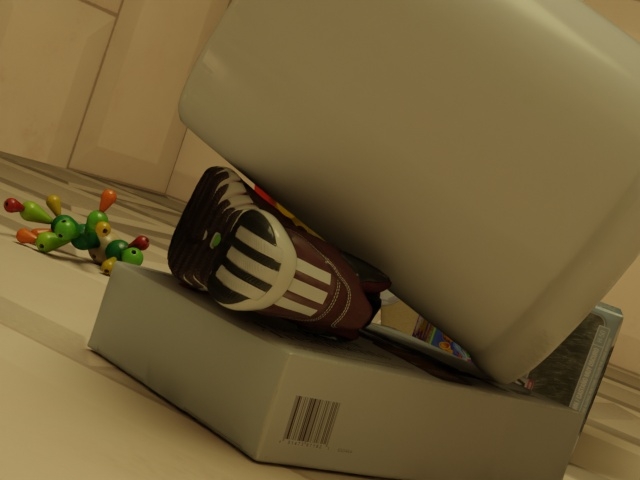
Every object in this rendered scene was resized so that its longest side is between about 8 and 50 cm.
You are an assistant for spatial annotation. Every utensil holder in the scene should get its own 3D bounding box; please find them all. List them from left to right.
[{"bbox_3d":[0.110,-0.113,1.112,0.385,0.328,0.327,37,3,0],"label":"utensil holder"}]

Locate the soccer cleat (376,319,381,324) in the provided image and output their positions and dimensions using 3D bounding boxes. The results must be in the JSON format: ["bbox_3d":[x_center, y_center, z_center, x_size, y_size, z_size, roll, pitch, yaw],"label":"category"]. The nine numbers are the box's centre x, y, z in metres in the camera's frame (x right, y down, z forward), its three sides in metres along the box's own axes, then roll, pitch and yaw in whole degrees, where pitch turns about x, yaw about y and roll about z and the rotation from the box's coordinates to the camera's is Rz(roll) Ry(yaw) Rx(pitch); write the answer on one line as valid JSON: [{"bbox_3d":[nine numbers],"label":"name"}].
[{"bbox_3d":[0.132,0.157,2.127,0.083,0.029,0.035,23,-4,-36],"label":"soccer cleat"}]

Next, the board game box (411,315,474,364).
[{"bbox_3d":[0.191,0.052,1.539,0.078,0.233,0.347,19,1,2],"label":"board game box"}]

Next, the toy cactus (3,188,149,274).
[{"bbox_3d":[-0.325,-0.010,1.726,0.219,0.112,0.180,11,-10,22],"label":"toy cactus"}]

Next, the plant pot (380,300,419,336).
[{"bbox_3d":[0.200,0.059,1.953,0.256,0.274,0.256,19,3,-1],"label":"plant pot"}]

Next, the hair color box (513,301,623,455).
[{"bbox_3d":[0.313,0.161,1.596,0.113,0.185,0.374,20,3,14],"label":"hair color box"}]

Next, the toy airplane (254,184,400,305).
[{"bbox_3d":[0.000,0.000,1.432,0.272,0.386,0.384,41,3,32],"label":"toy airplane"}]

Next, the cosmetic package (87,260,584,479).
[{"bbox_3d":[0.017,0.131,1.135,0.377,0.097,0.284,16,1,-40],"label":"cosmetic package"}]

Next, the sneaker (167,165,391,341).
[{"bbox_3d":[-0.032,0.026,1.064,0.162,0.106,0.281,26,7,-22],"label":"sneaker"}]
